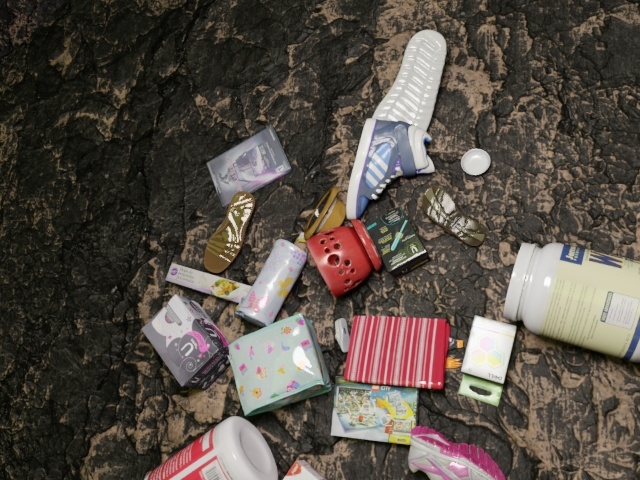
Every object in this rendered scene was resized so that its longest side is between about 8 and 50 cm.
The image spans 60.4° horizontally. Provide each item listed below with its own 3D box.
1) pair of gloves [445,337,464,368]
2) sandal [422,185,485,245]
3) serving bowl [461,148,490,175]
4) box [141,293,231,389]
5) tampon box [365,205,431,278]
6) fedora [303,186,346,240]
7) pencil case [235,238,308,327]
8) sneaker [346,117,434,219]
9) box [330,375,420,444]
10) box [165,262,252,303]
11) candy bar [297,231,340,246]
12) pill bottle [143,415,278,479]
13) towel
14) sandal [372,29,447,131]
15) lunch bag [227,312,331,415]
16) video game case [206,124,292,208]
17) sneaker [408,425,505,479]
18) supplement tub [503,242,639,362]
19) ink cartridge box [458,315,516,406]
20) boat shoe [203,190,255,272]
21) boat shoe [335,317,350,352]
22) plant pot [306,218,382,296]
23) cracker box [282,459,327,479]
[{"bbox_3d":[0.353,0.307,1.499,0.074,0.010,0.083,-3,71,20],"label":"pair of gloves"},{"bbox_3d":[0.383,-0.067,1.593,0.219,0.060,0.090,40,95,12],"label":"sandal"},{"bbox_3d":[0.460,-0.228,1.631,0.083,0.027,0.083,-6,71,18],"label":"serving bowl"},{"bbox_3d":[-0.402,0.312,1.701,0.163,0.142,0.247,-46,64,1],"label":"box"},{"bbox_3d":[0.226,0.008,1.596,0.120,0.101,0.161,-29,66,9],"label":"tampon box"},{"bbox_3d":[0.023,-0.071,1.691,0.079,0.194,0.194,31,84,-11],"label":"fedora"},{"bbox_3d":[-0.146,0.130,1.664,0.124,0.113,0.273,14,67,44],"label":"pencil case"},{"bbox_3d":[0.218,-0.196,1.655,0.236,0.130,0.322,14,96,6],"label":"sneaker"},{"bbox_3d":[0.150,0.462,1.502,0.233,0.044,0.159,0,72,20],"label":"box"},{"bbox_3d":[-0.349,0.146,1.781,0.324,0.067,0.063,13,76,24],"label":"box"},{"bbox_3d":[0.000,0.000,1.728,0.161,0.018,0.040,10,73,23],"label":"candy bar"},{"bbox_3d":[-0.338,0.684,1.504,0.408,0.229,0.229,-36,64,6],"label":"pill bottle"},{"bbox_3d":[0.211,0.304,1.518,0.275,0.031,0.199,0,58,20],"label":"towel"},{"bbox_3d":[0.286,-0.442,1.727,0.169,0.102,0.416,26,99,7],"label":"sandal"},{"bbox_3d":[-0.126,0.361,1.577,0.262,0.160,0.223,-22,67,6],"label":"lunch bag"},{"bbox_3d":[-0.249,-0.255,1.902,0.274,0.026,0.196,-28,65,9],"label":"video game case"},{"bbox_3d":[0.332,0.567,1.377,0.252,0.103,0.111,21,101,18],"label":"sneaker"},{"bbox_3d":[0.632,0.138,1.329,0.325,0.235,0.235,15,78,23],"label":"supplement tub"},{"bbox_3d":[0.434,0.313,1.439,0.109,0.062,0.209,13,78,23],"label":"ink cartridge box"},{"bbox_3d":[-0.291,-0.023,1.815,0.105,0.089,0.285,28,85,0],"label":"boat shoe"},{"bbox_3d":[0.060,0.279,1.607,0.035,0.035,0.100,-25,67,41],"label":"boat shoe"},{"bbox_3d":[0.075,0.046,1.595,0.174,0.191,0.191,-26,65,2],"label":"plant pot"},{"bbox_3d":[-0.015,0.723,1.462,0.232,0.067,0.155,32,85,27],"label":"cracker box"}]
